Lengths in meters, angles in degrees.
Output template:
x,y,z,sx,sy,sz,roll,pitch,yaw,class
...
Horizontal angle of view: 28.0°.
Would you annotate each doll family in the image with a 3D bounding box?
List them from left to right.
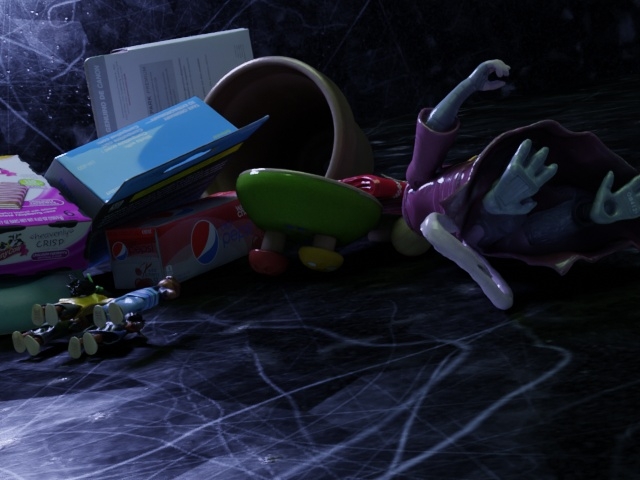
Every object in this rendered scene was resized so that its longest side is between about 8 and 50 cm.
x,y,z,sx,sy,sz,roll,pitch,yaw,class
-0.228,0.077,1.350,0.193,0.076,0.111,3,10,33,doll family

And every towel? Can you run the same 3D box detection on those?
x,y,z,sx,sy,sz,roll,pitch,yaw,class
0.121,-0.056,1.678,0.275,0.031,0.199,3,-4,-34,towel

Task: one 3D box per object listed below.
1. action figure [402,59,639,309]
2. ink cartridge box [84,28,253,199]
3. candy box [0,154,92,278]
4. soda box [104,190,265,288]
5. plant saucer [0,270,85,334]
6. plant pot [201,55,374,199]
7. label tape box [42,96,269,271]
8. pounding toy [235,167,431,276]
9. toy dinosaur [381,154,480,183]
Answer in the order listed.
x,y,z,sx,sy,sz,roll,pitch,yaw,class
0.183,-0.025,1.384,0.275,0.248,0.370,-48,19,-17,action figure
-0.233,-0.165,2.060,0.272,0.309,0.130,-12,9,-20,ink cartridge box
-0.404,-0.033,1.590,0.159,0.071,0.233,-7,26,-36,candy box
-0.169,-0.006,1.739,0.092,0.083,0.263,-4,11,31,soda box
-0.444,0.029,1.573,0.318,0.043,0.317,9,21,-4,plant saucer
-0.033,-0.131,1.958,0.263,0.263,0.229,-4,-6,27,plant pot
-0.247,-0.088,1.719,0.241,0.106,0.334,-29,-8,-36,label tape box
0.000,0.000,1.572,0.237,0.110,0.183,18,-13,-22,pounding toy
0.209,-0.090,2.009,0.212,0.064,0.112,-1,-10,-7,toy dinosaur
